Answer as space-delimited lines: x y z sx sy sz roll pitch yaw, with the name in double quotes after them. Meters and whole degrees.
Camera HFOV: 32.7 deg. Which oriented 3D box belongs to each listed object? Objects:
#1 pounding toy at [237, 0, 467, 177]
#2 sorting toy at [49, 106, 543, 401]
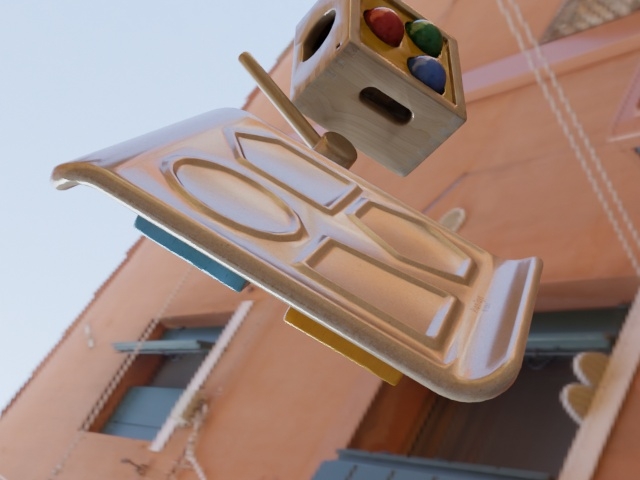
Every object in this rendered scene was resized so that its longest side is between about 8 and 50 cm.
0.030 -0.136 0.903 0.181 0.094 0.206 30 -143 -23 "pounding toy"
0.000 0.000 0.519 0.208 0.193 0.038 26 -72 7 "sorting toy"
